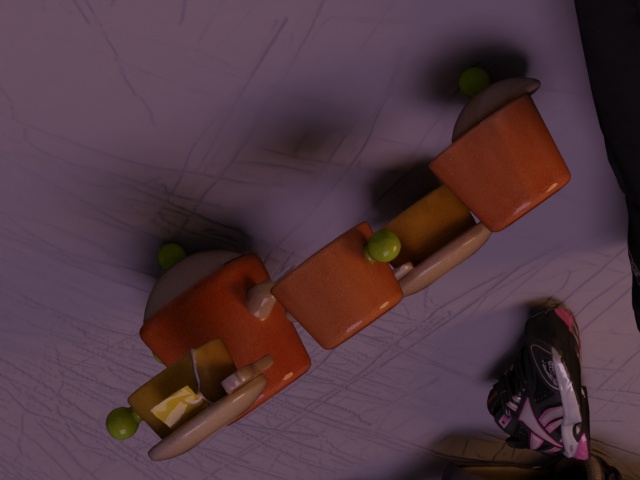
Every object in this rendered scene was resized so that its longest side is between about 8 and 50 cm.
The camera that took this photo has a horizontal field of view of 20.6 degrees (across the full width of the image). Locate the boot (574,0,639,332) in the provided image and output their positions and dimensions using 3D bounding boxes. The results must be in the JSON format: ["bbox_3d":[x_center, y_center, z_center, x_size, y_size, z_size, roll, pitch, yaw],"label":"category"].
[{"bbox_3d":[0.337,-0.111,1.025,0.367,0.146,0.445,-16,140,5],"label":"boot"}]

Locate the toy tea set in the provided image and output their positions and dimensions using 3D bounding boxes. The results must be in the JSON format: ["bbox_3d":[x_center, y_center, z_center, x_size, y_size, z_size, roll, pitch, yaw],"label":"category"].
[{"bbox_3d":[0.000,0.000,1.113,0.336,0.124,0.200,-36,176,5],"label":"toy tea set"}]

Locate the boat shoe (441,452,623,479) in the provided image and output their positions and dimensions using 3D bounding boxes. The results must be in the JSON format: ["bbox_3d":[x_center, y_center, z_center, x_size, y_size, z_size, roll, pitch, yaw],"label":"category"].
[{"bbox_3d":[0.221,0.226,1.494,0.285,0.103,0.092,2,109,-24],"label":"boat shoe"}]

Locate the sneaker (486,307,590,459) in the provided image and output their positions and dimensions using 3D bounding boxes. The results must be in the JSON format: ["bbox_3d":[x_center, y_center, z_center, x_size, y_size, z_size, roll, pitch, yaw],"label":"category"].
[{"bbox_3d":[0.165,0.120,1.356,0.077,0.072,0.178,-4,140,10],"label":"sneaker"}]
